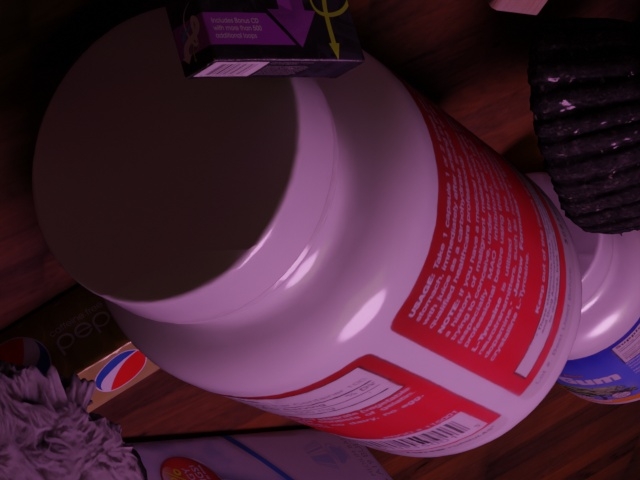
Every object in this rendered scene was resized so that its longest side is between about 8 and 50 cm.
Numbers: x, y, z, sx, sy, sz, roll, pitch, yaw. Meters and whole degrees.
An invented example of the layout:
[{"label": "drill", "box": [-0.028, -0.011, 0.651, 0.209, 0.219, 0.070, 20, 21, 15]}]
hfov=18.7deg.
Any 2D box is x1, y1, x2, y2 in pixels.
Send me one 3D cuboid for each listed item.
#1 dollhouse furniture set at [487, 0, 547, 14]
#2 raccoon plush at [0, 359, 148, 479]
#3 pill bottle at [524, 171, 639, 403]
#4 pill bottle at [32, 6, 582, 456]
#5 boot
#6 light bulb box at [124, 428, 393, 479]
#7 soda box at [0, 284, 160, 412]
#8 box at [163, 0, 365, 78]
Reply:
[{"label": "dollhouse furniture set", "box": [0.131, -0.230, 1.088, 0.303, 0.174, 0.355, 0, 138, -37]}, {"label": "raccoon plush", "box": [-0.306, 0.148, 1.197, 0.299, 0.446, 0.216, -17, -155, 38]}, {"label": "pill bottle", "box": [0.216, 0.038, 1.631, 0.152, 0.152, 0.272, -43, 151, 6]}, {"label": "pill bottle", "box": [0.000, 0.000, 1.237, 0.229, 0.229, 0.407, -44, 152, 9]}, {"label": "boot", "box": [0.262, -0.159, 1.293, 0.131, 0.260, 0.348, -39, 125, -53]}, {"label": "light bulb box", "box": [-0.046, 0.352, 1.560, 0.361, 0.358, 0.225, 2, 130, -53]}, {"label": "soda box", "box": [-0.174, 0.082, 1.326, 0.181, 0.061, 0.058, -32, 151, -13]}, {"label": "box", "box": [-0.044, -0.164, 1.024, 0.116, 0.162, 0.029, -6, 164, -47]}]
